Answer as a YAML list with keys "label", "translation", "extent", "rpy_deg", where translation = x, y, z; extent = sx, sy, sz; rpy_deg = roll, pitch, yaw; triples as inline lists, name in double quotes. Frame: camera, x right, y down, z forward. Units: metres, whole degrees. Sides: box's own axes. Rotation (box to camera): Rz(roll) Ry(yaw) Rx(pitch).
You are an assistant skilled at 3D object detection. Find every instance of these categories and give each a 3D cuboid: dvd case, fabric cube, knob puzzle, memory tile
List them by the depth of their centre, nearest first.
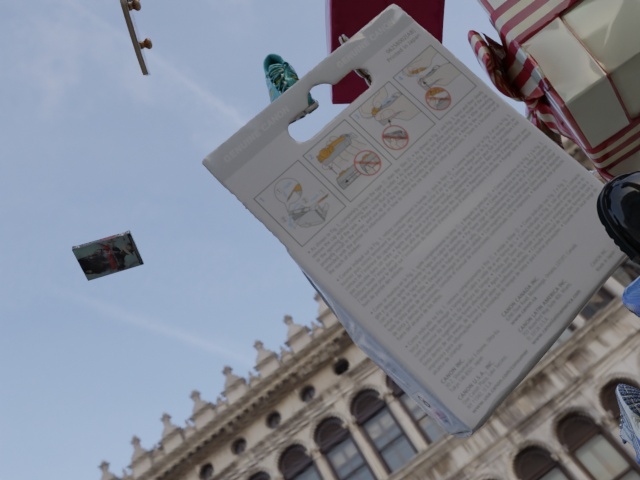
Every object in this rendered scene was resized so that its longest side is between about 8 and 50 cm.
- label: "memory tile"
  translation: [0.079, -0.220, 0.933]
  extent: [0.012, 0.113, 0.148]
  rpy_deg: [-38, -57, 18]
- label: "knob puzzle"
  translation: [-0.311, -0.376, 1.123]
  extent: [0.030, 0.213, 0.213]
  rpy_deg: [-14, -49, -8]
- label: "dvd case"
  translation: [-0.431, 0.031, 1.358]
  extent: [0.120, 0.013, 0.087]
  rpy_deg: [-17, -51, -8]
- label: "fabric cube"
  translation: [0.142, -0.485, 1.555]
  extent: [0.259, 0.254, 0.258]
  rpy_deg: [-2, -60, 0]

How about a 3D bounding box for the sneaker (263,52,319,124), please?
- label: "sneaker"
  translation: [-0.083, -0.336, 1.484]
  extent: [0.107, 0.275, 0.110]
  rpy_deg: [-29, -55, 2]

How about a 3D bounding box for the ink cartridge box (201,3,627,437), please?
- label: "ink cartridge box"
  translation: [0.070, -0.020, 0.445]
  extent: [0.189, 0.232, 0.066]
  rpy_deg: [-43, -14, -17]

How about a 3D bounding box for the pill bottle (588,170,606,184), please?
- label: "pill bottle"
  translation: [0.443, -0.060, 1.228]
  extent: [0.131, 0.229, 0.131]
  rpy_deg: [0, -90, -51]

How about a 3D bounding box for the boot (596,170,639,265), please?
- label: "boot"
  translation: [0.183, -0.002, 0.281]
  extent: [0.045, 0.121, 0.099]
  rpy_deg: [-40, -18, -9]

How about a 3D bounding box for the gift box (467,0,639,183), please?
- label: "gift box"
  translation: [0.309, -0.204, 0.671]
  extent: [0.258, 0.276, 0.255]
  rpy_deg: [-35, -41, 22]

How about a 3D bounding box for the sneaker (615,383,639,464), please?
- label: "sneaker"
  translation: [0.457, 0.270, 0.976]
  extent: [0.052, 0.135, 0.058]
  rpy_deg: [15, -55, -10]

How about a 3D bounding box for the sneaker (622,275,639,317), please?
- label: "sneaker"
  translation: [0.506, -0.018, 0.914]
  extent: [0.130, 0.147, 0.330]
  rpy_deg: [-50, -15, -42]
